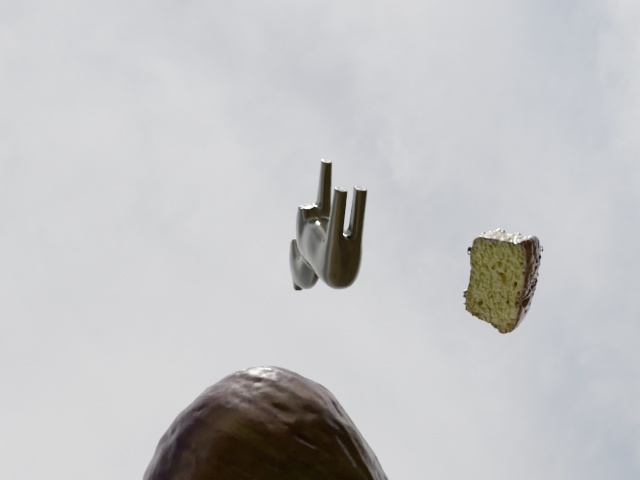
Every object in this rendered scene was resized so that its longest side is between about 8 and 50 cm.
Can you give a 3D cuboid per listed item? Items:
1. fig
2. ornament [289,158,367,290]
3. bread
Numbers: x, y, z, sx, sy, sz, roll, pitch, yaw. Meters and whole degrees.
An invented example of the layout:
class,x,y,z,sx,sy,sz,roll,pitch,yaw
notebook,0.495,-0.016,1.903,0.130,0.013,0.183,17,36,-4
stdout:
class,x,y,z,sx,sy,sz,roll,pitch,yaw
fig,-0.003,0.237,0.828,0.190,0.290,0.190,-48,-12,-14
ornament,0.000,0.000,1.604,0.061,0.230,0.245,-3,-66,-21
bread,0.279,0.053,1.562,0.065,0.103,0.187,-39,-40,-35
